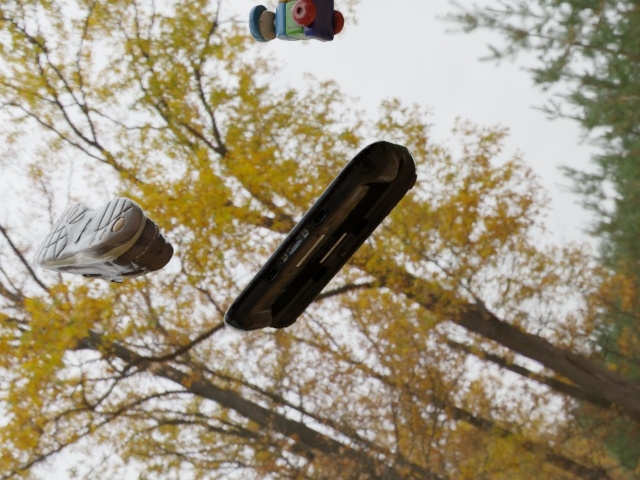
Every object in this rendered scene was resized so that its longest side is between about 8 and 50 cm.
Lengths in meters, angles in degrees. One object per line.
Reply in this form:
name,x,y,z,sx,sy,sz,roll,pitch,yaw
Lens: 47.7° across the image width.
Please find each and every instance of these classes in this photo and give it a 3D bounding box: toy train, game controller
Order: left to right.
toy train,-0.046,-0.442,1.158,0.105,0.143,0.248,-7,-83,-57
game controller,0.000,0.000,0.941,0.319,0.067,0.166,-50,-26,18

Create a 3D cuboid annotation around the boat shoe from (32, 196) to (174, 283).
boat shoe,-0.370,0.020,1.215,0.130,0.355,0.132,43,-115,-30
